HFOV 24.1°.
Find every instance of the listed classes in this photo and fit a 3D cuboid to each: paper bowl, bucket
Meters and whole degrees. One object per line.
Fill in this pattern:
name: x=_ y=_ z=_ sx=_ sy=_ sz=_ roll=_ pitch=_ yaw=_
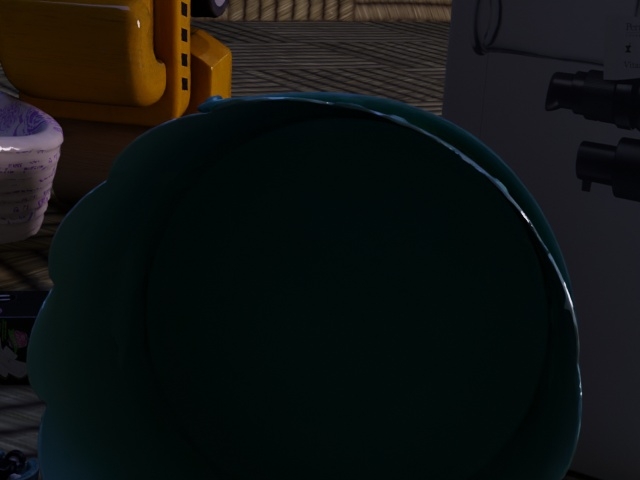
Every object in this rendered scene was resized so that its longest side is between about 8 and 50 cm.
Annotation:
paper bowl: x=-0.374 y=-0.062 z=1.291 sx=0.284 sy=0.148 sz=0.284 roll=15 pitch=14 yaw=-4
bucket: x=0.003 y=0.057 z=0.774 sx=0.281 sy=0.281 sz=0.183 roll=6 pitch=10 yaw=8

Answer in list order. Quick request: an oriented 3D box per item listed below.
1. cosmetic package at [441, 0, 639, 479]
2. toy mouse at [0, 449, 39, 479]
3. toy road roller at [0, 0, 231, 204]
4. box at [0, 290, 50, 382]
cosmetic package: x=0.214 y=-0.034 z=0.940 sx=0.284 sy=0.377 sz=0.097 roll=13 pitch=16 yaw=35
toy mouse: x=-0.186 y=0.147 z=0.819 sx=0.143 sy=0.031 sz=0.161 roll=-3 pitch=16 yaw=-25
toy road roller: x=-0.211 y=-0.163 z=1.459 sx=0.202 sy=0.330 sz=0.240 roll=6 pitch=23 yaw=10
box: x=-0.222 y=0.068 z=1.074 sx=0.083 sy=0.052 sz=0.062 roll=1 pitch=16 yaw=-13
